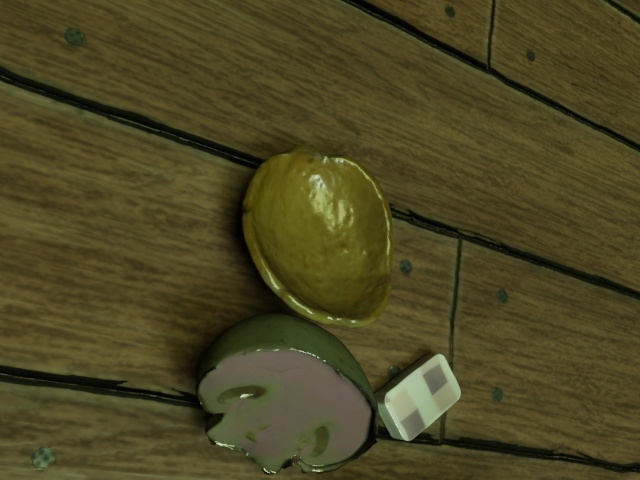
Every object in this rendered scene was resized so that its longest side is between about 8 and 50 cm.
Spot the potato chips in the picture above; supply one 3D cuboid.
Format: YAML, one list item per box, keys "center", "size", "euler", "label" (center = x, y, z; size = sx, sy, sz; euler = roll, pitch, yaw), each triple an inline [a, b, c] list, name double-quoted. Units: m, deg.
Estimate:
- center: [-0.001, -0.001, 0.672]
  size: [0.195, 0.062, 0.208]
  euler: [-34, 89, -37]
  label: "potato chips"

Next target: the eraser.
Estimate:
- center: [0.116, 0.185, 0.727]
  size: [0.105, 0.026, 0.065]
  euler: [-30, 97, -32]
  label: "eraser"

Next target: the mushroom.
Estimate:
- center: [-0.028, 0.141, 0.606]
  size: [0.188, 0.141, 0.117]
  euler: [40, 29, -20]
  label: "mushroom"
